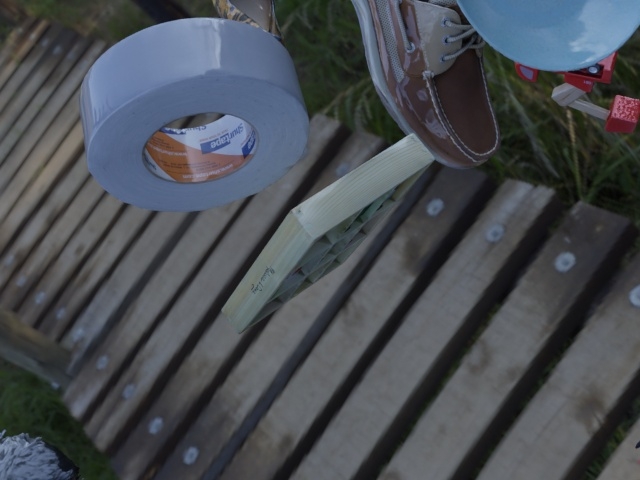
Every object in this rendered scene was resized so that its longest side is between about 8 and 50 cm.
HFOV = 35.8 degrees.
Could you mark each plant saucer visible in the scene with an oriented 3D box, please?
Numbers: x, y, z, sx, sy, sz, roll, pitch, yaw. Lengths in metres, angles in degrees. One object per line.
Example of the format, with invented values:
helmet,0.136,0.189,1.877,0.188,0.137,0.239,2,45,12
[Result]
plant saucer,0.168,-0.224,0.751,0.195,0.195,0.037,-60,20,-10

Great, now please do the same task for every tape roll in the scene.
tape roll,-0.123,-0.117,0.974,0.219,0.219,0.072,-29,57,23

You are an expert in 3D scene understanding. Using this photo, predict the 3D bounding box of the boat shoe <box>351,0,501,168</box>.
boat shoe,0.114,-0.226,1.040,0.123,0.324,0.116,-37,16,-36

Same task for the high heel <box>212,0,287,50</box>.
high heel,-0.082,-0.332,1.354,0.186,0.093,0.261,155,120,-64

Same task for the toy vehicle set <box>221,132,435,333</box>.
toy vehicle set,0.000,0.000,1.032,0.166,0.035,0.267,-34,-9,-29

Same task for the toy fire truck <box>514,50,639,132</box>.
toy fire truck,0.375,-0.230,1.442,0.192,0.135,0.047,14,60,14

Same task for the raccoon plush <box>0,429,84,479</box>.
raccoon plush,-0.425,0.329,1.025,0.299,0.446,0.216,126,156,-48

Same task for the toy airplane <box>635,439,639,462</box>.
toy airplane,0.438,0.242,1.149,0.151,0.151,0.028,0,89,42
